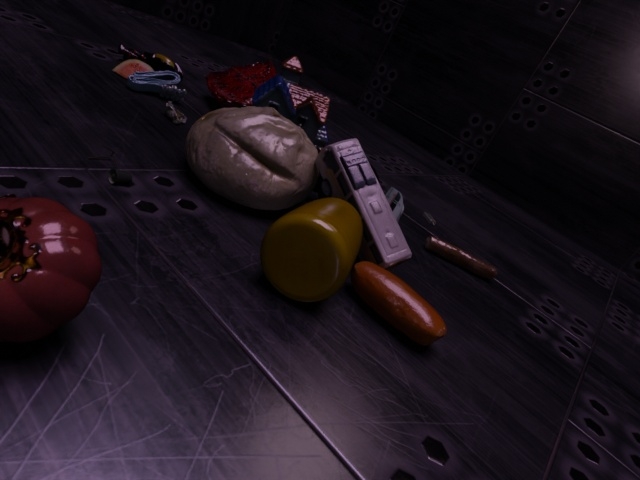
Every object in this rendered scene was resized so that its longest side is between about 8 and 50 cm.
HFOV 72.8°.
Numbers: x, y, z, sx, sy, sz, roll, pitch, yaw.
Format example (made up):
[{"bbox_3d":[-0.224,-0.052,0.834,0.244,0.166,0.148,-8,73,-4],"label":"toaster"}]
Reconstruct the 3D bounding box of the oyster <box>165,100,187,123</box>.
[{"bbox_3d":[-0.465,-0.404,1.398,0.098,0.037,0.100,50,8,6],"label":"oyster"}]

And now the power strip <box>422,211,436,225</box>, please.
[{"bbox_3d":[0.411,-0.081,1.634,0.027,0.017,0.083,15,26,-20],"label":"power strip"}]

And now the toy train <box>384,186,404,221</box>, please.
[{"bbox_3d":[0.212,-0.089,1.374,0.088,0.086,0.407,34,26,5],"label":"toy train"}]

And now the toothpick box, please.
[{"bbox_3d":[0.000,0.000,0.909,0.175,0.175,0.271,29,23,5],"label":"toothpick box"}]

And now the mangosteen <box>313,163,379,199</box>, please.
[{"bbox_3d":[0.061,-0.164,1.264,0.230,0.194,0.194,35,26,28],"label":"mangosteen"}]

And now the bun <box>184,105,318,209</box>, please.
[{"bbox_3d":[-0.164,-0.236,1.144,0.365,0.219,0.365,19,25,-9],"label":"bun"}]

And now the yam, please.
[{"bbox_3d":[0.442,0.056,1.370,0.241,0.056,0.057,26,25,2],"label":"yam"}]

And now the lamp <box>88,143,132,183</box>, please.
[{"bbox_3d":[-0.450,-0.162,0.947,0.121,0.041,0.054,43,22,25],"label":"lamp"}]

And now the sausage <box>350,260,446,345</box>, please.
[{"bbox_3d":[0.156,0.127,0.912,0.238,0.098,0.098,41,29,24],"label":"sausage"}]

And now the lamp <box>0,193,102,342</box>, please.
[{"bbox_3d":[-0.359,0.036,0.526,0.182,0.140,0.182,0,67,-1],"label":"lamp"}]

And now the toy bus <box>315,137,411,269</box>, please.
[{"bbox_3d":[0.098,-0.084,1.063,0.097,0.138,0.342,-19,80,-21],"label":"toy bus"}]

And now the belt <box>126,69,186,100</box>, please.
[{"bbox_3d":[-0.565,-0.532,1.489,0.179,0.065,0.100,-16,80,-36],"label":"belt"}]

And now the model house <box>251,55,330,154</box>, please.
[{"bbox_3d":[-0.091,-0.425,1.445,0.295,0.329,0.251,19,23,-12],"label":"model house"}]

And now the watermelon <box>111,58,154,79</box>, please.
[{"bbox_3d":[-0.643,-0.587,1.553,0.163,0.087,0.069,30,-12,0],"label":"watermelon"}]

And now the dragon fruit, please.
[{"bbox_3d":[-0.303,-0.519,1.706,0.286,0.228,0.329,-5,49,5],"label":"dragon fruit"}]

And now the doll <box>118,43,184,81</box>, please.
[{"bbox_3d":[-0.652,-0.693,1.692,0.249,0.088,0.127,22,26,-3],"label":"doll"}]
